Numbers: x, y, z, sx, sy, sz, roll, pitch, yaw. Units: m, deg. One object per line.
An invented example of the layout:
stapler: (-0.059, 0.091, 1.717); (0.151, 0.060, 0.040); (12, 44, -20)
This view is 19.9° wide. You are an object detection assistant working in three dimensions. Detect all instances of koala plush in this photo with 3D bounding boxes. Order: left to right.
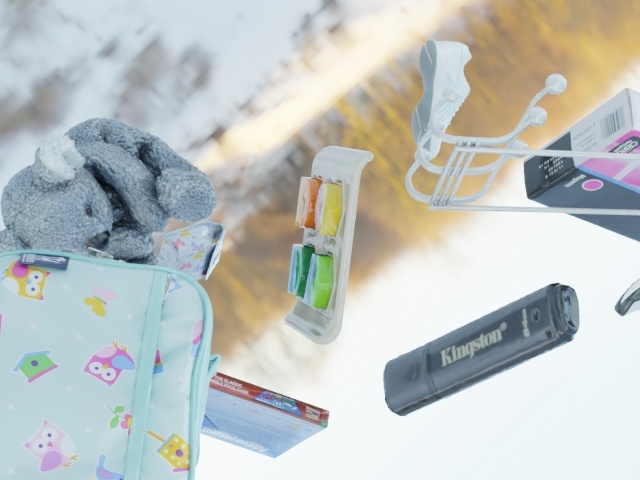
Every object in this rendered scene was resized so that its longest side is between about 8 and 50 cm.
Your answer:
koala plush: (-0.274, -0.040, 2.025); (0.196, 0.203, 0.221); (-54, 159, 25)

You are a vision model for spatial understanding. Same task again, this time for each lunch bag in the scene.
lunch bag: (-0.201, 0.138, 1.549); (0.108, 0.224, 0.279); (102, -7, -57)
lunch bag: (-0.159, 0.017, 2.311); (0.083, 0.053, 0.071); (-21, 151, -31)

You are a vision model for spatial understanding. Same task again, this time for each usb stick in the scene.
usb stick: (0.176, 0.124, 2.052); (0.278, 0.045, 0.077); (-29, -133, 39)

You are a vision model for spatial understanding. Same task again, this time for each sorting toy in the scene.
sorting toy: (0.000, 0.000, 1.980); (0.193, 0.038, 0.208); (-158, -101, -76)

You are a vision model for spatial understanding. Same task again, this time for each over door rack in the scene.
over door rack: (0.265, -0.081, 1.939); (0.239, 0.324, 0.108); (104, -1, -75)

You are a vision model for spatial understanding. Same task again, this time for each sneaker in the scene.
sneaker: (0.148, -0.167, 2.188); (0.061, 0.054, 0.152); (-6, 119, -26)
sneaker: (0.337, 0.052, 1.800); (0.109, 0.044, 0.040); (-25, 162, -25)

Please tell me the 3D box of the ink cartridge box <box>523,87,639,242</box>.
ink cartridge box: (0.430, -0.055, 2.101); (0.176, 0.371, 0.069); (-37, -134, 44)

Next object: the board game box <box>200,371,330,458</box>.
board game box: (-0.145, 0.202, 2.284); (0.145, 0.281, 0.027); (-38, -143, 51)
